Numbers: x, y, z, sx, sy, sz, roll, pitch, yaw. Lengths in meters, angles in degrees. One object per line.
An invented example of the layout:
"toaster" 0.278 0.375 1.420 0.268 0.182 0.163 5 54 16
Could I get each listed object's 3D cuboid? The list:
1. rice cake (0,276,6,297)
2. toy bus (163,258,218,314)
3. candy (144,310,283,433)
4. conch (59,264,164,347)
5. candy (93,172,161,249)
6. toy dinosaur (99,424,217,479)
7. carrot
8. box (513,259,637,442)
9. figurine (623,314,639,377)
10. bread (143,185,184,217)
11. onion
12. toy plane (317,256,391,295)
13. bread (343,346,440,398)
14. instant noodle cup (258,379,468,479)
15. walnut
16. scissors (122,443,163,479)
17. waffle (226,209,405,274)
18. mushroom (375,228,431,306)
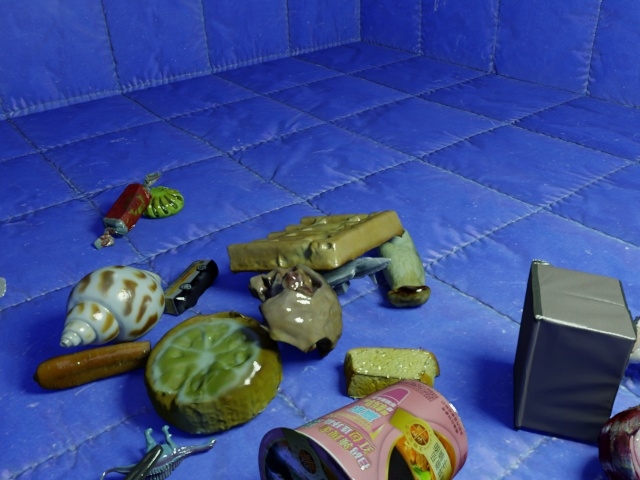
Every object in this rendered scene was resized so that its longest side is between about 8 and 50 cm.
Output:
"rice cake" -0.856 0.194 1.302 0.070 0.064 0.399 3 30 27
"toy bus" -0.308 0.106 1.417 0.072 0.057 0.172 0 30 23
"candy" -0.200 0.239 1.128 0.260 0.118 0.260 -4 31 3
"conch" -0.421 0.141 1.231 0.149 0.182 0.275 31 31 34
"candy" -0.540 -0.090 1.695 0.086 0.059 0.292 7 53 25
"toy dinosaur" -0.270 0.357 1.003 0.197 0.045 0.080 -13 43 -24
"carrot" -0.446 0.244 1.186 0.225 0.067 0.067 -11 32 -17
"box" 0.420 0.190 1.029 0.153 0.252 0.188 7 31 14
"figurine" 0.656 0.227 1.079 0.237 0.141 0.162 24 17 22
"bread" -0.478 -0.117 1.792 0.130 0.071 0.139 -27 38 -28
"onion" 0.521 0.349 0.889 0.195 0.140 0.218 -6 70 -10
"toy plane" 0.044 0.086 1.363 0.267 0.088 0.212 -10 27 26
"bread" 0.134 0.250 1.141 0.187 0.065 0.103 4 26 9
"instant noodle cup" 0.077 0.326 0.881 0.255 0.244 0.244 -20 35 -39
"walnut" -0.030 0.133 1.186 0.141 0.204 0.238 -49 21 1
"scissors" -0.317 0.402 0.917 0.088 0.017 0.220 16 47 30
"waffle" 0.000 0.001 1.416 0.304 0.077 0.348 -4 12 34
"mushroom" 0.192 0.054 1.445 0.100 0.081 0.312 -2 29 -1
